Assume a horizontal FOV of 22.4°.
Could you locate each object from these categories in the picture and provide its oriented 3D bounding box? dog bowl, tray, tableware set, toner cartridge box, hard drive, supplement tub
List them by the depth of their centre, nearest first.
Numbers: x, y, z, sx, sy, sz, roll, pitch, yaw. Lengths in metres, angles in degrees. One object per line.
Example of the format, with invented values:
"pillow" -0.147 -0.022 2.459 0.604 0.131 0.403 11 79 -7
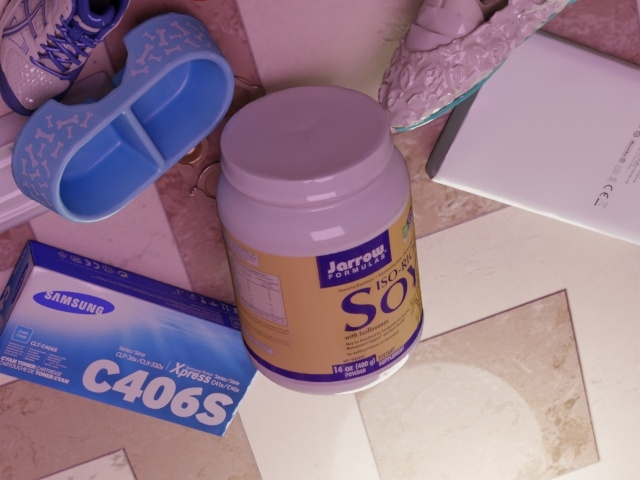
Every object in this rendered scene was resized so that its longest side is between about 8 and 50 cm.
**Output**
"dog bowl" -0.225 -0.138 1.919 0.297 0.074 0.166 -42 144 -9
"tray" -0.355 -0.091 1.993 0.270 0.030 0.145 -25 122 -1
"supplement tub" 0.000 0.000 2.007 0.241 0.241 0.331 -15 128 -8
"tableware set" -0.117 -0.122 2.050 0.168 0.020 0.141 -43 122 10
"toner cartridge box" -0.251 0.133 2.126 0.347 0.075 0.165 19 111 -25
"hard drive" 0.342 -0.138 2.158 0.353 0.047 0.233 16 114 -24

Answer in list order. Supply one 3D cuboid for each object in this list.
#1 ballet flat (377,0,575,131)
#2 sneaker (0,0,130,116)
"ballet flat" 0.213 -0.305 1.976 0.409 0.147 0.147 -37 123 -3
"sneaker" -0.289 -0.259 1.857 0.111 0.131 0.296 18 114 -26
